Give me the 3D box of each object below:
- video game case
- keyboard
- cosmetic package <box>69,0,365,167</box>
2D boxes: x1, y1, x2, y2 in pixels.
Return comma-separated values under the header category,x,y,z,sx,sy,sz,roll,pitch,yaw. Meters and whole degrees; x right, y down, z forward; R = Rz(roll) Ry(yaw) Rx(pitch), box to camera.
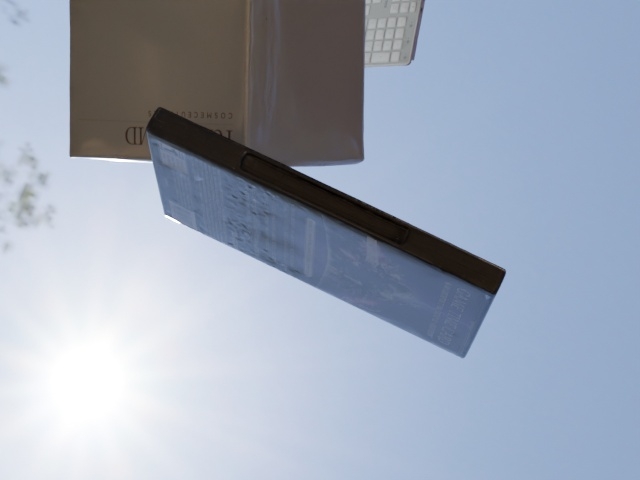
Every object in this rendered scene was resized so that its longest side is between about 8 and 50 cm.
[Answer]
category,x,y,z,sx,sy,sz,roll,pitch,yaw
video game case,0.000,0.000,1.195,0.274,0.196,0.026,25,-107,6
keyboard,0.075,-0.279,1.440,0.072,0.014,0.256,4,-102,33
cosmetic package,-0.085,-0.252,1.296,0.217,0.156,0.385,3,-86,40
